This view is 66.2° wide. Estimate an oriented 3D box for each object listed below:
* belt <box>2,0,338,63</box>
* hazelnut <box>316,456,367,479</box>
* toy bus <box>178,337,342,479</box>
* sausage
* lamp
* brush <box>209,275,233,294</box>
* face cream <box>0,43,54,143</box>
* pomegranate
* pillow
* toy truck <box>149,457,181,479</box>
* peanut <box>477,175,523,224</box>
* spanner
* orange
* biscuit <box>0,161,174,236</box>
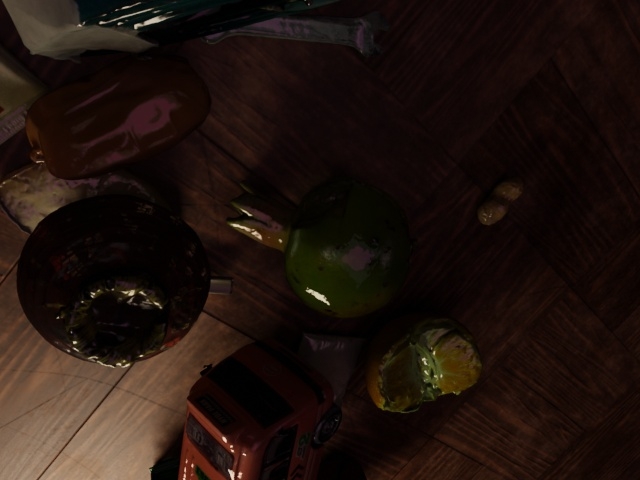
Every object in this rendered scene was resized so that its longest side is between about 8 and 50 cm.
[{"bbox_3d":[-0.111,-0.317,0.518,0.436,0.300,0.173,-22,108,-10],"label":"belt"},{"bbox_3d":[0.033,0.578,1.087,0.208,0.208,0.208,-8,116,-17],"label":"hazelnut"},{"bbox_3d":[-0.131,0.407,0.878,0.232,0.203,0.428,-14,122,-48],"label":"toy bus"},{"bbox_3d":[-0.263,-0.163,0.644,0.241,0.136,0.120,-24,132,-3],"label":"sausage"},{"bbox_3d":[-0.264,0.055,0.648,0.246,0.247,0.247,-8,116,-17],"label":"lamp"},{"bbox_3d":[-0.243,0.068,0.823,0.190,0.027,0.034,4,109,-14],"label":"brush"},{"bbox_3d":[-0.479,-0.260,0.554,0.137,0.084,0.341,-42,128,-9],"label":"face cream"},{"bbox_3d":[0.000,0.000,0.786,0.301,0.236,0.236,12,111,0],"label":"pomegranate"},{"bbox_3d":[-0.001,0.288,1.002,0.148,0.050,0.230,7,108,-28],"label":"pillow"},{"bbox_3d":[-0.292,0.501,0.975,0.065,0.079,0.147,-12,120,-15],"label":"toy truck"},{"bbox_3d":[0.352,-0.079,0.959,0.053,0.054,0.113,29,105,-29],"label":"peanut"},{"bbox_3d":[-0.032,-0.316,0.724,0.301,0.017,0.071,-3,114,-20],"label":"spanner"},{"bbox_3d":[0.191,0.232,0.982,0.237,0.158,0.180,-21,121,-9],"label":"orange"},{"bbox_3d":[-0.340,-0.027,0.732,0.265,0.040,0.188,15,105,-26],"label":"biscuit"}]
